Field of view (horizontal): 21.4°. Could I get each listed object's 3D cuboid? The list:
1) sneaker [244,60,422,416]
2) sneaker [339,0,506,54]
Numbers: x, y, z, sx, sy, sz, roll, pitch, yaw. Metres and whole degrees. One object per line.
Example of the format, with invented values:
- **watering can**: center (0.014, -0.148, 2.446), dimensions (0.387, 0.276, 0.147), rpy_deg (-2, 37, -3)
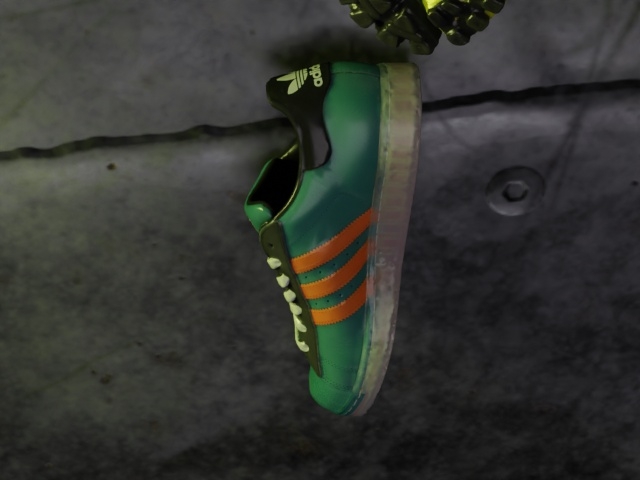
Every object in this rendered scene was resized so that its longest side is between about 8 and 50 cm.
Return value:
- **sneaker**: center (0.000, 0.000, 1.279), dimensions (0.121, 0.108, 0.302), rpy_deg (3, 120, -6)
- **sneaker**: center (0.125, -0.268, 1.022), dimensions (0.134, 0.146, 0.343), rpy_deg (31, 138, -17)
